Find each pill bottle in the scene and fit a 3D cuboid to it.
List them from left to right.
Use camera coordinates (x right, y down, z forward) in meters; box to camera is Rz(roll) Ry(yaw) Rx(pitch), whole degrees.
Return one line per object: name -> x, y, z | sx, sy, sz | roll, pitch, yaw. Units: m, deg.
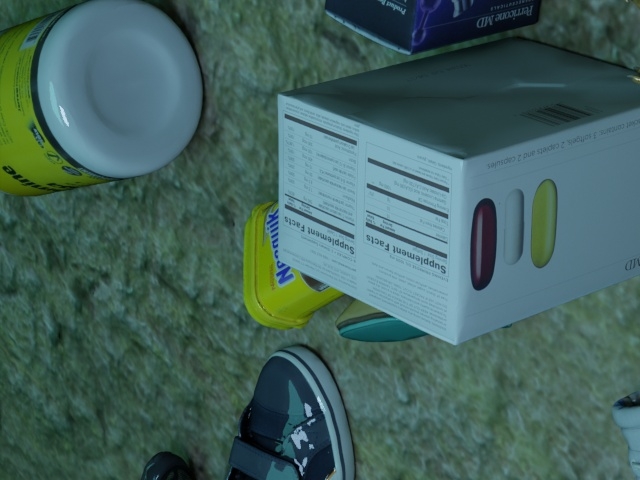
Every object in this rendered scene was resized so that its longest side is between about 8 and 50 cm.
pill bottle -> -0.289, -0.146, 1.954 | 0.334, 0.188, 0.187 | -7, 99, 53

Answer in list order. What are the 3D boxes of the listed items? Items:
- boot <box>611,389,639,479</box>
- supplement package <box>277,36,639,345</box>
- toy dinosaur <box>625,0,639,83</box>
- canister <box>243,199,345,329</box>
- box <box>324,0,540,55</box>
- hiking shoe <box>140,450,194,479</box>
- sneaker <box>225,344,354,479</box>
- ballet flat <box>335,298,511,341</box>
boot -> 0.321, 0.146, 1.377 | 0.258, 0.095, 0.123 | -27, 89, 54
supplement package -> 0.130, -0.048, 1.403 | 0.204, 0.262, 0.145 | 25, 123, 44
toy dinosaur -> 0.279, -0.160, 1.335 | 0.211, 0.064, 0.112 | 50, 136, 26
canister -> 0.000, 0.000, 1.721 | 0.170, 0.073, 0.126 | -32, 51, 50
box -> 0.101, -0.269, 1.443 | 0.108, 0.153, 0.207 | 32, 129, 40
hiking shoe -> -0.129, 0.343, 2.054 | 0.114, 0.086, 0.226 | -9, 103, 39
sneaker -> -0.044, 0.274, 1.869 | 0.126, 0.127, 0.321 | 15, 114, 50
ballet flat -> 0.102, 0.050, 1.653 | 0.232, 0.080, 0.073 | -9, 69, 50
